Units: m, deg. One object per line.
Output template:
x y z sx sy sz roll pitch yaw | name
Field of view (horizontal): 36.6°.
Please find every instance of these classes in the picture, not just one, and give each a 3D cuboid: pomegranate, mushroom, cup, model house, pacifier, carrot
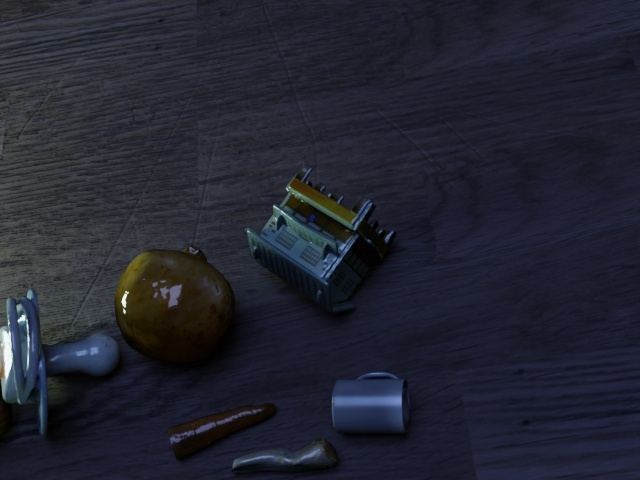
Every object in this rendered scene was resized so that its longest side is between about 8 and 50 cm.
-0.285 0.122 1.891 0.248 0.248 0.248 -6 56 10 | pomegranate
-0.069 0.396 1.756 0.202 0.059 0.054 -10 52 9 | mushroom
0.097 0.300 1.770 0.133 0.136 0.099 -3 90 12 | cup
0.000 0.000 1.916 0.224 0.198 0.215 32 82 28 | model house
-0.510 0.226 1.903 0.233 0.244 0.300 -2 52 -24 | pacifier
-0.182 0.347 1.822 0.209 0.061 0.061 -20 55 -6 | carrot

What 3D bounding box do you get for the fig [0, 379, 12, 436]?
-0.712 0.349 1.875 0.160 0.143 0.230 27 38 22 | fig
